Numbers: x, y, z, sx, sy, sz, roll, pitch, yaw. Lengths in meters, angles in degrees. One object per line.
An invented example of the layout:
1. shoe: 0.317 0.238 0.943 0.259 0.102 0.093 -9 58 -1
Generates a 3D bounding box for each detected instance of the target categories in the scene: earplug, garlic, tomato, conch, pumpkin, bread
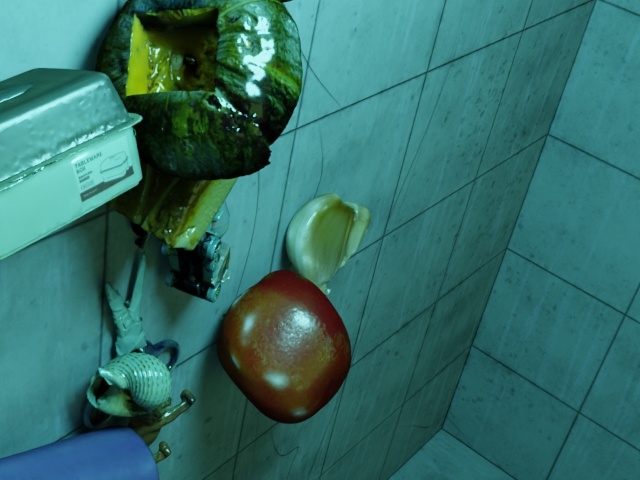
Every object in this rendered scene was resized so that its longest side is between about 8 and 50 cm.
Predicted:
1. earplug: -0.512 0.469 1.649 0.456 0.215 0.215 1 117 -57
2. garlic: 0.000 0.000 2.144 0.217 0.110 0.228 26 83 -52
3. tomato: -0.079 0.237 2.049 0.293 0.289 0.325 -47 158 -21
4. conch: -0.356 0.268 1.742 0.135 0.153 0.102 -58 -161 21
5. pumpkin: -0.177 -0.242 1.346 0.320 0.320 0.192 -58 159 0
6. bread: -0.223 -0.143 1.501 0.275 0.184 0.114 -58 163 0

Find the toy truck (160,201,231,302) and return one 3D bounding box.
1. toy truck: -0.217 -0.003 1.713 0.257 0.108 0.140 96 15 -57

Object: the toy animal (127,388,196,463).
1. toy animal: -0.368 0.382 1.903 0.157 0.097 0.312 -3 129 -51

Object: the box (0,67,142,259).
1. box: -0.393 -0.108 1.205 0.290 0.220 0.166 -36 124 -40

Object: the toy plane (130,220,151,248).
1. toy plane: -0.278 -0.075 1.636 0.197 0.053 0.078 -56 162 -2

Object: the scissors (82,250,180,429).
1. scissors: -0.363 0.182 1.785 0.256 0.029 0.383 -36 147 -39
